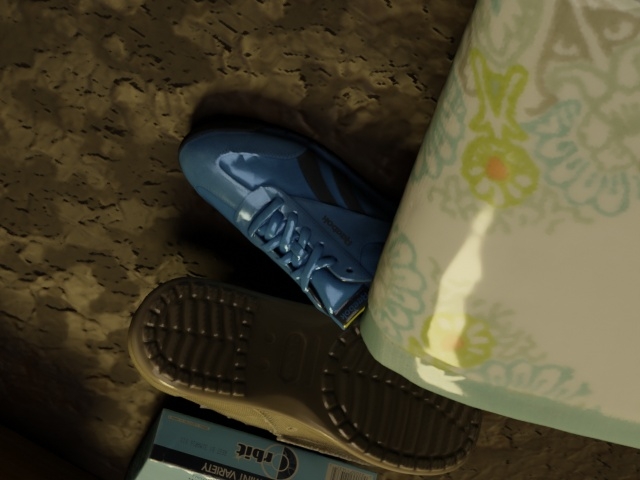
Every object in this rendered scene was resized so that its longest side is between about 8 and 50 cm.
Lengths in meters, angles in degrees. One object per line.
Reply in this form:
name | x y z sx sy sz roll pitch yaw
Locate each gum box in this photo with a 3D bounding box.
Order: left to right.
gum box | -0.059 0.184 1.137 0.157 0.041 0.184 18 156 -7

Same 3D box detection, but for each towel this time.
towel | 0.236 -0.008 0.853 0.374 0.090 0.320 14 132 -4

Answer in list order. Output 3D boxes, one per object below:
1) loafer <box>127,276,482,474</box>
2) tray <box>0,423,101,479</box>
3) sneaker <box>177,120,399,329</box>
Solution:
loafer | -0.011 0.087 1.058 0.268 0.102 0.092 23 169 -23
tray | -0.284 0.236 1.245 0.411 0.076 0.203 33 128 -21
sneaker | 0.000 0.000 0.984 0.209 0.082 0.069 32 131 -17
